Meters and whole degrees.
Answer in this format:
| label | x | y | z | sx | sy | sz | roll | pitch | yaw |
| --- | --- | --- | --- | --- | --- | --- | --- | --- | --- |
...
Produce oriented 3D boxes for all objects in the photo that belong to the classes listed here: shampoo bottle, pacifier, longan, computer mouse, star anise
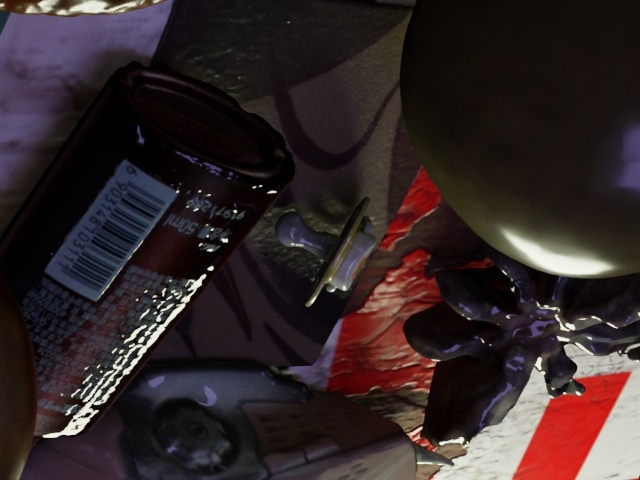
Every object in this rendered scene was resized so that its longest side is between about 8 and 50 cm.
| label | x | y | z | sx | sy | sz | roll | pitch | yaw |
| --- | --- | --- | --- | --- | --- | --- | --- | --- | --- |
| shampoo bottle | -0.152 | 0.037 | 0.983 | 0.129 | 0.084 | 0.323 | 22 | 126 | -25 |
| pacifier | 0.000 | 0.000 | 1.047 | 0.064 | 0.068 | 0.083 | 29 | 103 | -6 |
| longan | 0.165 | -0.100 | 0.875 | 0.248 | 0.248 | 0.248 | -14 | 139 | -12 |
| computer mouse | -0.052 | 0.198 | 1.191 | 0.389 | 0.115 | 0.199 | 6 | 136 | -31 |
| star anise | 0.180 | 0.059 | 1.157 | 0.257 | 0.110 | 0.198 | -18 | 140 | 2 |

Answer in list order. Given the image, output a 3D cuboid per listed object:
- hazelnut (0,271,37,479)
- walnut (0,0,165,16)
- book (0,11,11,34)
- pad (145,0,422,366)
| label | x | y | z | sx | sy | sz | roll | pitch | yaw |
| --- | --- | --- | --- | --- | --- | --- | --- | --- | --- |
| hazelnut | -0.326 | 0.082 | 0.775 | 0.366 | 0.366 | 0.366 | -14 | 139 | -12 |
| walnut | -0.117 | -0.165 | 0.762 | 0.207 | 0.116 | 0.116 | -11 | 139 | -19 |
| book | -0.224 | -0.134 | 0.814 | 0.135 | 0.017 | 0.103 | 9 | 128 | -34 |
| pad | -0.041 | -0.025 | 1.033 | 0.220 | 0.004 | 0.330 | 2 | 134 | -28 |
